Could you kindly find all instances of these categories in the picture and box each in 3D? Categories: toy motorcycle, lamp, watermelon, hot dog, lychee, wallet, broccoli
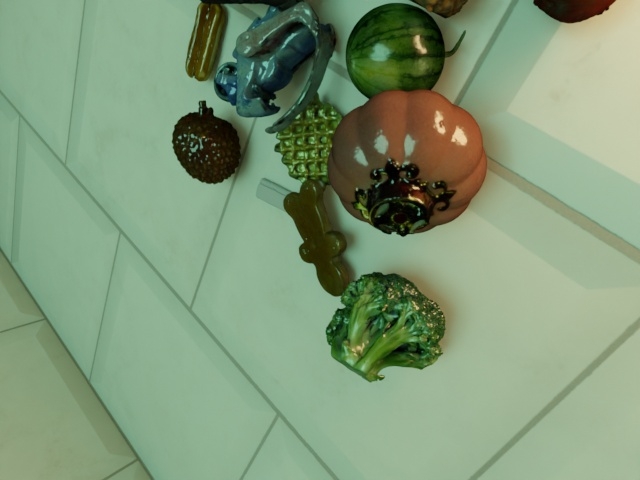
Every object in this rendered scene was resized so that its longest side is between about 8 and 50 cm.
[{"bbox_3d":[-0.117,-0.406,1.033,0.319,0.182,0.241,-42,47,24],"label":"toy motorcycle"},{"bbox_3d":[0.158,-0.128,0.842,0.305,0.305,0.240,-22,42,39],"label":"lamp"},{"bbox_3d":[0.157,-0.361,0.869,0.188,0.214,0.188,173,90,-78],"label":"watermelon"},{"bbox_3d":[-0.327,-0.576,1.270,0.092,0.062,0.236,31,114,11],"label":"hot dog"},{"bbox_3d":[-0.324,-0.275,1.259,0.200,0.200,0.239,22,126,33],"label":"lychee"},{"bbox_3d":[-0.129,-0.128,1.244,0.122,0.025,0.061,28,110,31],"label":"wallet"},{"bbox_3d":[0.138,0.202,0.981,0.265,0.245,0.294,51,153,-6],"label":"broccoli"}]

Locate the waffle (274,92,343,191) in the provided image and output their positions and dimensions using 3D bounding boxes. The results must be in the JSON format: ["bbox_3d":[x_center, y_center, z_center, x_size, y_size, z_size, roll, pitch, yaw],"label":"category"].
[{"bbox_3d":[-0.018,-0.240,1.109,0.204,0.054,0.223,46,125,8],"label":"waffle"}]

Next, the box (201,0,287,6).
[{"bbox_3d":[-0.139,-0.713,1.008,0.350,0.091,0.360,22,93,34],"label":"box"}]

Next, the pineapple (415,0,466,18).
[{"bbox_3d":[0.231,-0.580,0.742,0.202,0.202,0.362,38,117,25],"label":"pineapple"}]

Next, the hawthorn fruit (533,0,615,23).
[{"bbox_3d":[0.402,-0.447,0.662,0.202,0.185,0.185,-43,73,23],"label":"hawthorn fruit"}]

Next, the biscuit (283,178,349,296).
[{"bbox_3d":[0.000,0.000,1.139,0.196,0.049,0.302,-19,93,59],"label":"biscuit"}]
